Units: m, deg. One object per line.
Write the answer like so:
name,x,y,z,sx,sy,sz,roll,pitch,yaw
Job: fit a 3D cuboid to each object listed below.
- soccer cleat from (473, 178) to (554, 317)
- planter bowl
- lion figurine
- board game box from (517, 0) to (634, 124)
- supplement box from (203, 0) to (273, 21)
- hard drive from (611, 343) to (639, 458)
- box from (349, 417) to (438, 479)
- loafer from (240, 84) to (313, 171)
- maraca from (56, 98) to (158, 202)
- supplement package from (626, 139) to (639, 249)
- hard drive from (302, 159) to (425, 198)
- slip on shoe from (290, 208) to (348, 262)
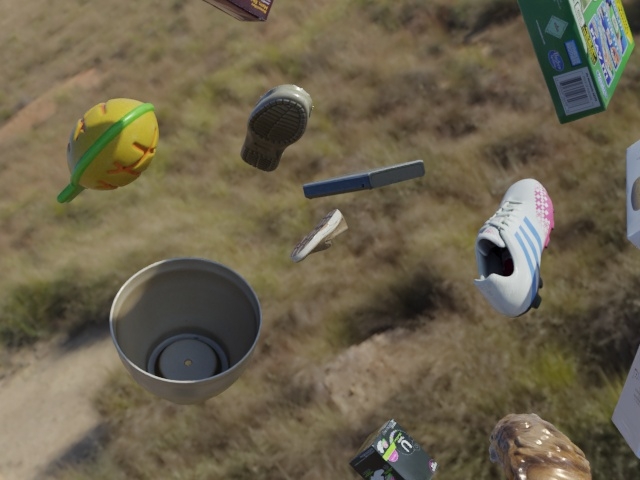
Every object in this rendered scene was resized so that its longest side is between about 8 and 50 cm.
soccer cleat,0.357,-0.013,2.016,0.116,0.143,0.331,-29,36,39
planter bowl,-0.148,0.115,1.190,0.162,0.109,0.162,3,51,-4
lion figurine,0.322,0.422,1.564,0.142,0.240,0.392,-56,-3,34
board game box,0.203,-0.288,0.966,0.046,0.317,0.213,-14,19,29
supplement box,-0.110,-0.439,1.633,0.081,0.104,0.188,16,84,53
hard drive,0.626,0.200,1.937,0.233,0.047,0.353,-68,-4,-81
box,0.090,0.271,1.303,0.052,0.083,0.062,-45,-1,39
loafer,-0.081,-0.216,1.931,0.268,0.102,0.092,135,155,-63
maraca,-0.267,-0.107,1.338,0.185,0.099,0.127,-42,-1,42
supplement package,0.590,-0.074,1.741,0.139,0.134,0.244,-39,22,37
hard drive,0.054,-0.077,1.374,0.094,0.022,0.135,-16,6,-38
slip on shoe,0.000,0.000,1.851,0.051,0.041,0.135,-22,20,46
